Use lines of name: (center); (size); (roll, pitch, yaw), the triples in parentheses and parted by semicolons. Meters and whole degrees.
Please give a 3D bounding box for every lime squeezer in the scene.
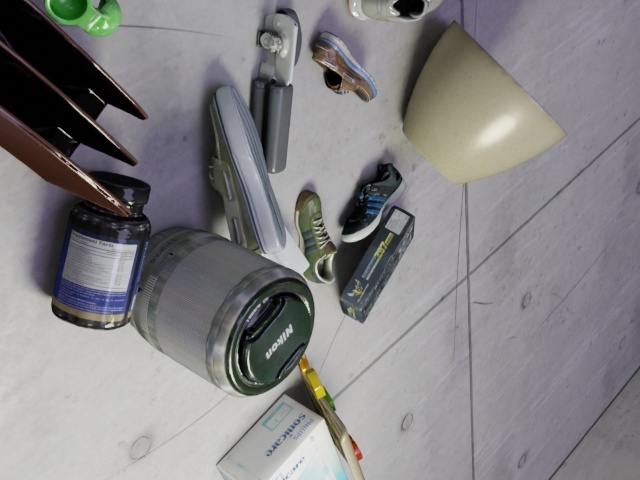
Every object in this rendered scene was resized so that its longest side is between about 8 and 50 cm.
lime squeezer: (-0.305, -0.311, 1.124); (0.110, 0.059, 0.310); (67, 19, 4)

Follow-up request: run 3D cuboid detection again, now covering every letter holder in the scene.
letter holder: (-0.344, -0.181, 1.143); (0.152, 0.214, 0.302); (-58, 143, -11)

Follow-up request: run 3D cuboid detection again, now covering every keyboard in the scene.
keyboard: (-0.099, -0.020, 1.665); (0.072, 0.014, 0.256); (-52, 128, -28)

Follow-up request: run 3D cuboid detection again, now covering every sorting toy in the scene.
sorting toy: (0.023, 0.361, 1.908); (0.041, 0.229, 0.307); (-26, 133, -9)

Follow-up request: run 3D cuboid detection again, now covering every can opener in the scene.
can opener: (-0.070, -0.255, 1.566); (0.093, 0.074, 0.280); (-15, 121, -48)

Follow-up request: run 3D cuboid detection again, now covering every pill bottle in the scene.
pill bottle: (-0.322, 0.014, 1.356); (0.123, 0.123, 0.219); (1, 108, -52)

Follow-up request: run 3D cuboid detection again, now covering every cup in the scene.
cup: (0.311, -0.256, 1.887); (0.237, 0.331, 0.331); (-45, 147, 16)

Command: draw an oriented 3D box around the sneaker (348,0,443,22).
sneaker: (0.174, -0.451, 1.725); (0.262, 0.121, 0.099); (-22, 126, -44)

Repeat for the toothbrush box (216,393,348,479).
toothbrush box: (-0.069, 0.513, 1.948); (0.216, 0.126, 0.295); (-45, 139, -25)

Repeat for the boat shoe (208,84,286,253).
boat shoe: (-0.140, -0.107, 1.529); (0.109, 0.094, 0.302); (-77, 153, -69)

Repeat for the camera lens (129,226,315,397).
camera lens: (-0.163, 0.113, 1.482); (0.219, 0.274, 0.219); (-28, 129, -41)

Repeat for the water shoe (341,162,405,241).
water shoe: (0.096, -0.082, 1.892); (0.203, 0.073, 0.080); (-49, 120, -29)

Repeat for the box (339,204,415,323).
box: (0.122, 0.055, 1.937); (0.233, 0.059, 0.183); (-59, 168, -9)

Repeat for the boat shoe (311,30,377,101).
boat shoe: (0.039, -0.309, 1.690); (0.066, 0.066, 0.183); (-55, 133, -8)

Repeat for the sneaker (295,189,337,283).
sneaker: (0.000, 0.000, 1.784); (0.064, 0.086, 0.192); (-25, 127, -42)
